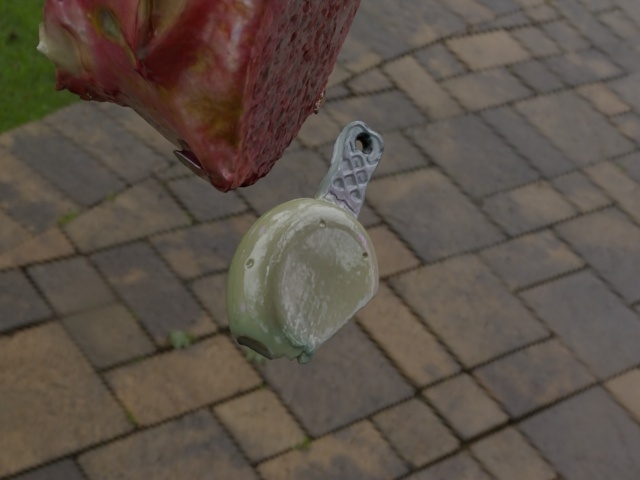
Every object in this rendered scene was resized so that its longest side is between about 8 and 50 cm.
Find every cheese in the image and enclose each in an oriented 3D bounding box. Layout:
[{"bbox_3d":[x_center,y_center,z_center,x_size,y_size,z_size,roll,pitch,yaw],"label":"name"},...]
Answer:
[{"bbox_3d":[0.004,0.006,0.814,0.171,0.048,0.092,-50,116,-31],"label":"cheese"}]

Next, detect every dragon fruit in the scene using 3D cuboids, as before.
[{"bbox_3d":[-0.072,-0.118,0.624,0.161,0.126,0.274,26,23,4],"label":"dragon fruit"}]
